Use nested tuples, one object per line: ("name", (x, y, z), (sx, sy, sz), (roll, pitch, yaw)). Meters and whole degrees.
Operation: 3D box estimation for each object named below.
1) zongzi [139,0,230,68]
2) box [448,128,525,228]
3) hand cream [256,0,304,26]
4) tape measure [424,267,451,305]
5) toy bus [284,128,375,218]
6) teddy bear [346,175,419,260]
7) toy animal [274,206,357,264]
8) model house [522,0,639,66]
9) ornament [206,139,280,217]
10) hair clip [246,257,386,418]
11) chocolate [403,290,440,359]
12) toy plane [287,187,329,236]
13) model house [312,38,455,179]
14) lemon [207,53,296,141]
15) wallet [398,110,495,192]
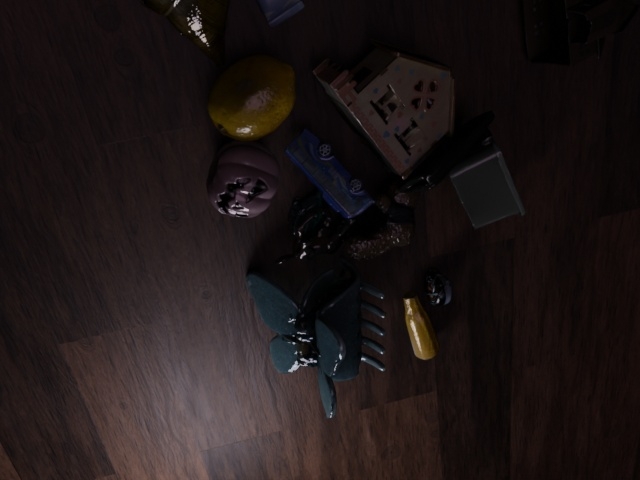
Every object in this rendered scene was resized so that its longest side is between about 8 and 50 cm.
("zongzi", (-0.195, -0.490, 1.281), (0.286, 0.134, 0.288), (-19, 132, 28))
("box", (0.396, -0.151, 1.634), (0.135, 0.163, 0.243), (-25, 123, 12))
("hand cream", (-0.133, -0.557, 1.336), (0.088, 0.055, 0.256), (-31, 128, 12))
("tape measure", (0.321, 0.134, 1.806), (0.054, 0.094, 0.091), (-6, 121, -18))
("toy bus", (0.021, -0.152, 1.532), (0.094, 0.079, 0.236), (-42, 95, 5))
("teddy bear", (0.177, -0.043, 1.636), (0.129, 0.182, 0.251), (30, 89, 13))
("toy animal", (0.000, 0.000, 1.611), (0.233, 0.084, 0.148), (-26, 143, -28))
("model house", (0.610, -0.520, 1.463), (0.243, 0.204, 0.211), (-29, 123, -17))
("ornament", (-0.168, -0.136, 1.490), (0.178, 0.177, 0.177), (-6, 120, -10))
("hair clip", (0.025, 0.234, 1.693), (0.239, 0.392, 0.318), (-25, 125, -31))
("chocolate", (0.281, 0.236, 1.864), (0.086, 0.085, 0.219), (-21, 122, -1))
("toy plane", (-0.016, -0.084, 1.623), (0.096, 0.060, 0.234), (6, 121, -25))
("model house", (0.166, -0.331, 1.477), (0.244, 0.169, 0.326), (-42, 124, 3))
("lemon", (-0.143, -0.304, 1.403), (0.207, 0.170, 0.170), (-40, 120, 5))
("wallet", (0.293, -0.201, 1.530), (0.245, 0.169, 0.052), (-45, 99, -16))
